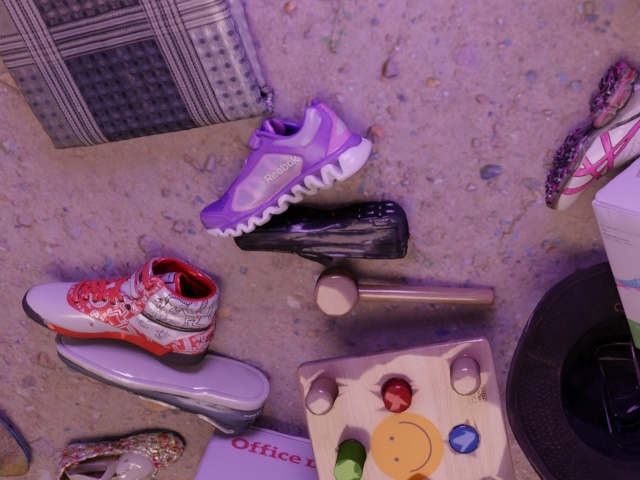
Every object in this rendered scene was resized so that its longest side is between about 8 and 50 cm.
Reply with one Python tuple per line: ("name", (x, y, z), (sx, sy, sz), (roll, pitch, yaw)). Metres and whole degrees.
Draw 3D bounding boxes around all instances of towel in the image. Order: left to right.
("towel", (-0.240, -0.264, 0.971), (0.312, 0.056, 0.324), (-6, 126, 21))

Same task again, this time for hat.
("hat", (0.363, 0.176, 1.057), (0.331, 0.331, 0.134), (28, 168, -7))

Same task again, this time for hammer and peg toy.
("hammer and peg toy", (0.109, 0.209, 1.098), (0.266, 0.127, 0.361), (-9, 97, 10))

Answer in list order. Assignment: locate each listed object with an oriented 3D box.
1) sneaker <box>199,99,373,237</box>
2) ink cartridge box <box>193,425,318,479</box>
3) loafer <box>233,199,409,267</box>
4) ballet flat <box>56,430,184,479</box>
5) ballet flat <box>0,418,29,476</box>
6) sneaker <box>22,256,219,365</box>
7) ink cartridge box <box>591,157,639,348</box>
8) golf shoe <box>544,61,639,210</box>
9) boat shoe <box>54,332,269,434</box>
("sneaker", (-0.057, -0.089, 1.026), (0.236, 0.095, 0.104), (-28, 108, 24))
("ink cartridge box", (-0.066, 0.463, 1.182), (0.285, 0.395, 0.166), (14, 120, 3))
("loafer", (0.000, 0.000, 1.078), (0.223, 0.076, 0.078), (-3, 117, 11))
("ballet flat", (-0.338, 0.376, 1.429), (0.241, 0.077, 0.091), (-14, 120, 21))
("ballet flat", (-0.612, 0.303, 1.418), (0.123, 0.123, 0.348), (-11, 122, 20))
("sneaker", (-0.272, 0.073, 1.190), (0.270, 0.090, 0.145), (18, 126, -4))
("ink cartridge box", (0.400, 0.007, 0.933), (0.093, 0.154, 0.212), (22, 144, 57))
("golf shoe", (0.314, -0.099, 0.939), (0.086, 0.067, 0.186), (23, 127, -5))
("boat shoe", (-0.239, 0.210, 1.263), (0.319, 0.116, 0.099), (17, 123, -5))
